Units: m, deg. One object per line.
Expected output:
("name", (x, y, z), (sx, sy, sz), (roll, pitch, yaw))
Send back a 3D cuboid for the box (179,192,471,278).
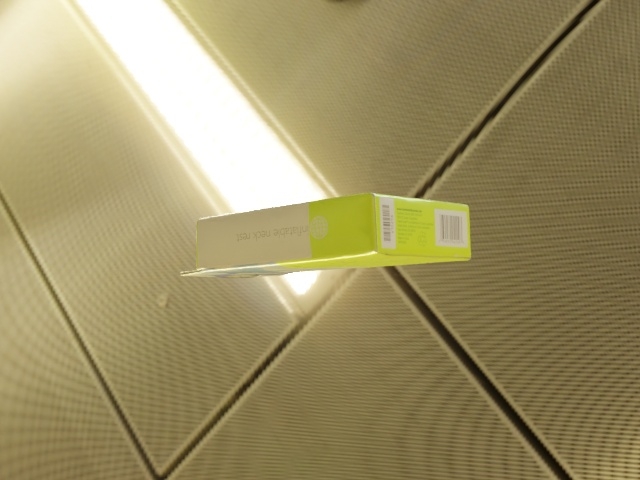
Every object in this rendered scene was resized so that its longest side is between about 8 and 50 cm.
("box", (0.000, 0.000, 0.690), (0.178, 0.109, 0.042), (-6, -96, 40))
